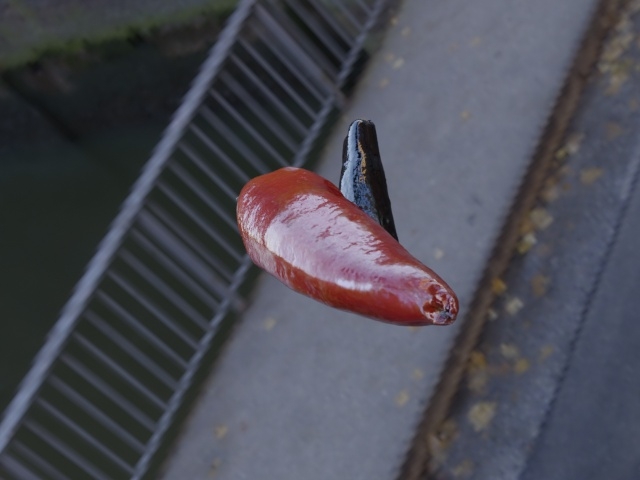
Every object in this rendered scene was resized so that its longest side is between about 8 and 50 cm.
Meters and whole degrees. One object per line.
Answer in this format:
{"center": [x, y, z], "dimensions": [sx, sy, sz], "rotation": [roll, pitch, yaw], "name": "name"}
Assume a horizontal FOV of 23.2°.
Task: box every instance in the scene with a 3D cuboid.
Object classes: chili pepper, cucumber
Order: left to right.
{"center": [0.000, 0.000, 0.913], "dimensions": [0.071, 0.063, 0.272], "rotation": [-24, 23, -15], "name": "chili pepper"}
{"center": [0.028, -0.018, 0.998], "dimensions": [0.033, 0.034, 0.134], "rotation": [-45, 49, 43], "name": "cucumber"}
